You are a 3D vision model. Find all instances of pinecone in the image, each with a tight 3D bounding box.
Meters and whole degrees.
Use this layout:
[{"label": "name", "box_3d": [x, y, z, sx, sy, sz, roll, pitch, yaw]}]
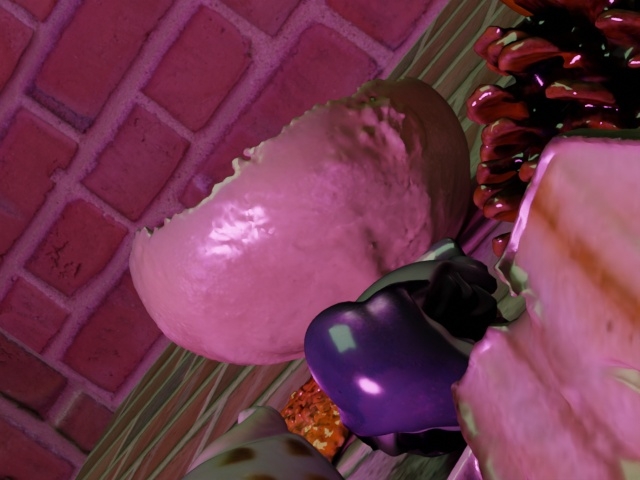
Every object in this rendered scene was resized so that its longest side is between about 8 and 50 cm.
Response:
[{"label": "pinecone", "box_3d": [0.166, -0.060, 0.728, 0.168, 0.185, 0.212, 14, 84, 67]}]

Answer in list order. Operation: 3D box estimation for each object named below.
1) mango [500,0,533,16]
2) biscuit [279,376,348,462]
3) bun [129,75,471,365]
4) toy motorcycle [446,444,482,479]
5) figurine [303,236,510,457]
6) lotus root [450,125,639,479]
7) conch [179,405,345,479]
[{"label": "mango", "box_3d": [0.254, -0.303, 1.112, 0.300, 0.232, 0.445, -48, 14, 13]}, {"label": "biscuit", "box_3d": [-0.033, 0.208, 1.319, 0.254, 0.035, 0.254, -53, 6, 9]}, {"label": "bun", "box_3d": [0.001, 0.003, 1.344, 0.364, 0.202, 0.364, -34, -5, -3]}, {"label": "toy motorcycle", "box_3d": [0.106, 0.122, 0.593, 0.263, 0.091, 0.157, -53, 11, -6]}, {"label": "figurine", "box_3d": [0.063, 0.070, 0.914, 0.145, 0.145, 0.222, -54, 2, 5]}, {"label": "lotus root", "box_3d": [0.168, 0.044, 0.393, 0.314, 0.142, 0.210, -135, 53, -64]}, {"label": "conch", "box_3d": [-0.050, 0.234, 0.847, 0.149, 0.183, 0.275, 3, 58, 44]}]
